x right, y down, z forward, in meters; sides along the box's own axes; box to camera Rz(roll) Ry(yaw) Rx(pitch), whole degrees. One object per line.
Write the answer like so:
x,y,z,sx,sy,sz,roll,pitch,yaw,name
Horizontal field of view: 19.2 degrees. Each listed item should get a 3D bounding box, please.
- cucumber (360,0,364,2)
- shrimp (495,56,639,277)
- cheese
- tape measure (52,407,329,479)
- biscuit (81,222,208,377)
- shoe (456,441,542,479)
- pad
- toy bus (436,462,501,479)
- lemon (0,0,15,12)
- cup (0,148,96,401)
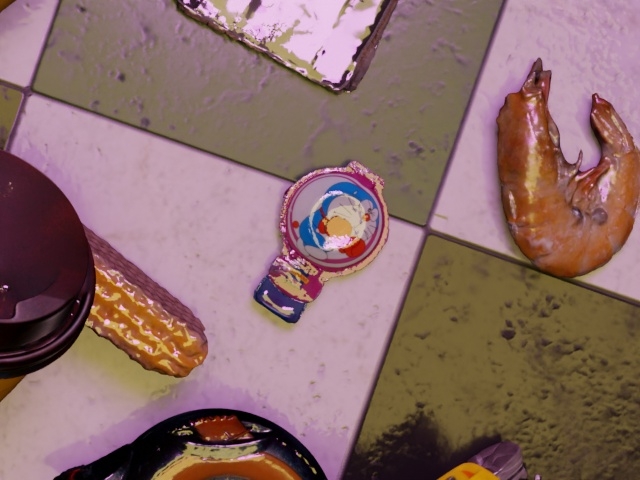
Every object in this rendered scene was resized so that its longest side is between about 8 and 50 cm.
0.023,-0.276,1.543,0.039,0.039,0.168,-11,91,-6,cucumber
0.208,-0.063,1.601,0.132,0.051,0.187,-17,102,-24,shrimp
0.000,0.000,1.578,0.095,0.038,0.145,34,89,-7,cheese
-0.091,0.240,1.535,0.223,0.135,0.202,-22,97,-7,tape measure
-0.246,-0.019,1.521,0.378,0.094,0.054,39,95,-7,biscuit
0.127,0.255,1.599,0.169,0.071,0.099,-42,104,-3,shoe
0.000,-0.258,1.571,0.174,0.022,0.233,26,89,-7,pad
0.148,0.290,1.505,0.330,0.144,0.152,39,91,-34,toy bus
-0.322,-0.268,1.406,0.316,0.285,0.285,-11,96,20,lemon
-0.295,0.063,1.423,0.196,0.280,0.196,17,49,-21,cup
